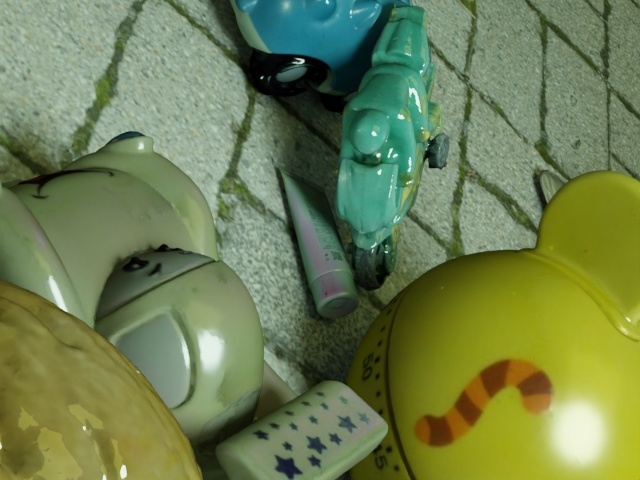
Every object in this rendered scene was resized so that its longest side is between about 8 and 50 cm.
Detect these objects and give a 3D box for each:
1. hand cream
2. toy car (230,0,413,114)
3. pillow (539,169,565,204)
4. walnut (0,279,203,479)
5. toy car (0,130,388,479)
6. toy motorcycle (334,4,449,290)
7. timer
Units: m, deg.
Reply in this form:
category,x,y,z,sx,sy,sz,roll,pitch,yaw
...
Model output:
category,x,y,z,sx,sy,sz,roll,pitch,yaw
hand cream,0.000,0.000,1.471,0.076,0.047,0.174,25,39,-45
toy car,0.019,-0.267,1.564,0.255,0.190,0.189,12,54,-49
pillow,0.359,0.010,1.908,0.130,0.038,0.233,30,41,-39
walnut,-0.226,0.180,0.845,0.333,0.333,0.333,31,43,-34
toy car,-0.136,0.076,1.078,0.242,0.226,0.336,-24,85,-55
toy motorcycle,0.067,-0.108,1.469,0.198,0.109,0.297,66,35,-62
timer,0.219,0.162,1.316,0.376,0.387,0.376,27,47,-34
